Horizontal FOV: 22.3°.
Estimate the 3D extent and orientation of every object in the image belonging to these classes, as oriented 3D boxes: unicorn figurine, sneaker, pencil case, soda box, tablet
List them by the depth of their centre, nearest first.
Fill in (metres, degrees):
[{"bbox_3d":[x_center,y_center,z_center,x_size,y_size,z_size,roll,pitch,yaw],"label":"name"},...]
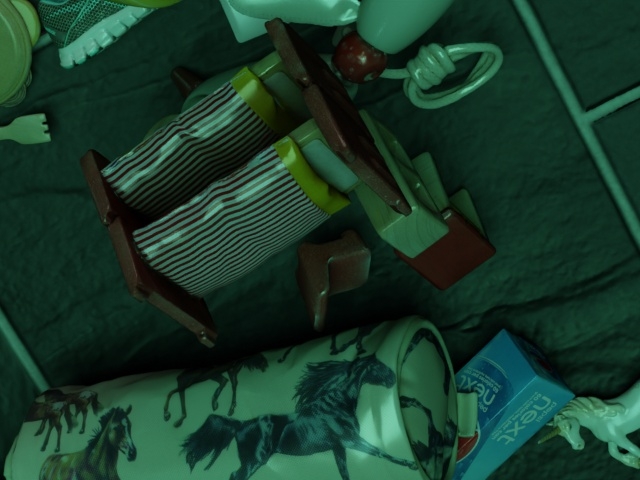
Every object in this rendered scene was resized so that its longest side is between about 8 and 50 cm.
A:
[{"bbox_3d":[-0.182,-0.224,1.439,0.166,0.065,0.076,-34,98,11],"label":"sneaker"},{"bbox_3d":[-0.066,-0.225,1.459,0.054,0.006,0.083,-21,105,10],"label":"tablet"},{"bbox_3d":[-0.070,0.181,1.476,0.410,0.183,0.160,-13,79,18],"label":"pencil case"},{"bbox_3d":[0.133,0.184,1.529,0.210,0.067,0.071,-46,138,15],"label":"soda box"},{"bbox_3d":[0.293,0.172,1.540,0.162,0.060,0.111,-41,101,-2],"label":"unicorn figurine"}]

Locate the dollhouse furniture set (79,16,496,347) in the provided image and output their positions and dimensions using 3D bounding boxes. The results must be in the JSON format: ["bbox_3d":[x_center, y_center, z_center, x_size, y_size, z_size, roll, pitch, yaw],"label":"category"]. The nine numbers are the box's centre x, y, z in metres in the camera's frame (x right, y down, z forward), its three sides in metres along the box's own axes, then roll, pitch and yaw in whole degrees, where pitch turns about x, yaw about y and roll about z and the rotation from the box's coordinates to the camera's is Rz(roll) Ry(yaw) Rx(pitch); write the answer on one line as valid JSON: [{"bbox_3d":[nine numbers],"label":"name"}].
[{"bbox_3d":[0.000,0.000,1.340,0.201,0.152,0.374,-35,145,13],"label":"dollhouse furniture set"}]

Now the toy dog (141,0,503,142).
[{"bbox_3d":[-0.026,-0.159,1.404,0.334,0.220,0.161,-34,64,8],"label":"toy dog"}]

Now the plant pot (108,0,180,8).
[{"bbox_3d":[-0.070,-0.287,1.209,0.239,0.254,0.254,17,110,24],"label":"plant pot"}]

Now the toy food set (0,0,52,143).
[{"bbox_3d":[-0.316,-0.180,1.477,0.132,0.038,0.192,-5,113,12],"label":"toy food set"}]
